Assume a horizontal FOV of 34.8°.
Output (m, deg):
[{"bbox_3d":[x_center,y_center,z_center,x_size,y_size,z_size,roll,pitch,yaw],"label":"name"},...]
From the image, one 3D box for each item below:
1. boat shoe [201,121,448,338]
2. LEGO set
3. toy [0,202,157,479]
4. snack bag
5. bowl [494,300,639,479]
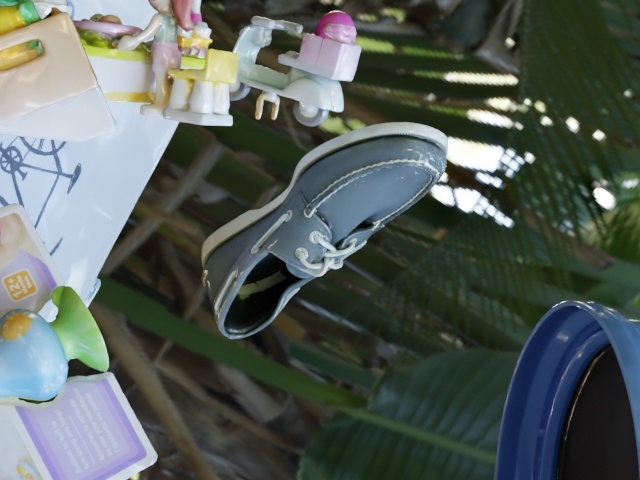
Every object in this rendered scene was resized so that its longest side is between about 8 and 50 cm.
[{"bbox_3d":[0.000,0.000,0.937,0.319,0.116,0.099,-31,-130,41],"label":"boat shoe"},{"bbox_3d":[-0.082,-0.104,0.423,0.287,0.132,0.107,-20,118,-70],"label":"LEGO set"},{"bbox_3d":[-0.191,0.078,0.390,0.237,0.137,0.056,-26,172,-32],"label":"toy"},{"bbox_3d":[-0.240,-0.126,0.811,0.037,0.342,0.323,8,-115,36],"label":"snack bag"},{"bbox_3d":[0.262,0.257,0.996,0.391,0.077,0.391,-173,-90,-83],"label":"bowl"}]
